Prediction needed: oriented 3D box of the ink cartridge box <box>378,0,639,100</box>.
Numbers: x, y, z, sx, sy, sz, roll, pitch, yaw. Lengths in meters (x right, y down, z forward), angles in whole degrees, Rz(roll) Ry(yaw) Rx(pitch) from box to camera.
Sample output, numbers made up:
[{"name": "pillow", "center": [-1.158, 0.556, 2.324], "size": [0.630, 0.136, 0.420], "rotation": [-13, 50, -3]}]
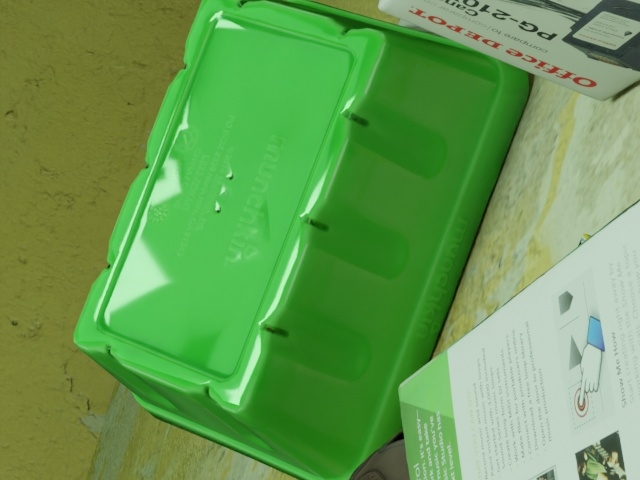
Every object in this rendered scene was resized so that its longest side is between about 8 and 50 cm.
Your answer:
[{"name": "ink cartridge box", "center": [0.157, -0.184, 1.088], "size": [0.237, 0.172, 0.100], "rotation": [144, 145, -70]}]

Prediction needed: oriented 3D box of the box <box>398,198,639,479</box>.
[{"name": "box", "center": [0.126, 0.127, 0.785], "size": [0.322, 0.058, 0.232], "rotation": [135, 132, -61]}]

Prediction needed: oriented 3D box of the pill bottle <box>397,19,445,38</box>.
[{"name": "pill bottle", "center": [0.115, -0.230, 1.630], "size": [0.067, 0.067, 0.120], "rotation": [145, 144, -70]}]

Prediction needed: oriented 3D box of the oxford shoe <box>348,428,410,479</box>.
[{"name": "oxford shoe", "center": [0.062, 0.166, 1.111], "size": [0.098, 0.097, 0.271], "rotation": [-63, 11, -2]}]

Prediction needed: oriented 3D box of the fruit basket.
[{"name": "fruit basket", "center": [0.000, 0.000, 1.467], "size": [0.392, 0.283, 0.392], "rotation": [-33, -48, -45]}]

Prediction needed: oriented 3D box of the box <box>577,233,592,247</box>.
[{"name": "box", "center": [0.164, 0.053, 0.914], "size": [0.169, 0.059, 0.054], "rotation": [-104, 36, -71]}]
